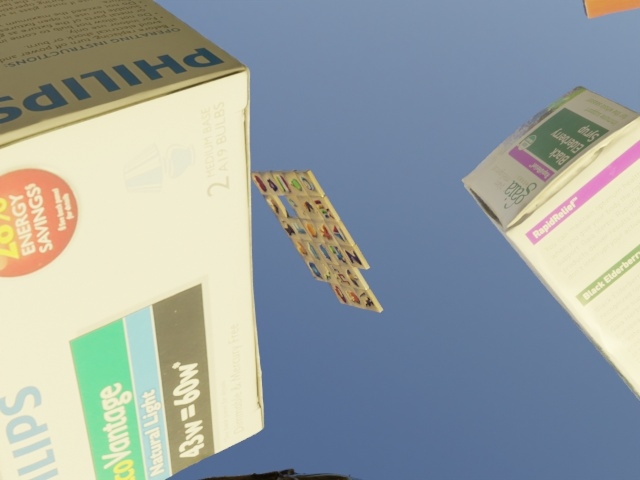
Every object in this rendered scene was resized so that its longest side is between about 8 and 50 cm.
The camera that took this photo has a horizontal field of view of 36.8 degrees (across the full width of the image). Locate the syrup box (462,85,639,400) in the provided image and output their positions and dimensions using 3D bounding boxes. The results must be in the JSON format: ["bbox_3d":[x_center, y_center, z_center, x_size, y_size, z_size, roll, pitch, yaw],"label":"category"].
[{"bbox_3d":[0.196,0.031,0.560,0.237,0.096,0.093,48,-173,-18],"label":"syrup box"}]

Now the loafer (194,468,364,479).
[{"bbox_3d":[-0.040,0.247,0.866,0.220,0.080,0.078,9,-175,-24],"label":"loafer"}]

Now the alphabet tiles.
[{"bbox_3d":[0.000,0.000,1.353,0.009,0.198,0.237,-39,-71,-20],"label":"alphabet tiles"}]

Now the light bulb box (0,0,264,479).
[{"bbox_3d":[-0.234,-0.025,0.785,0.225,0.358,0.361,-23,-137,-28],"label":"light bulb box"}]

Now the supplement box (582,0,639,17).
[{"bbox_3d":[0.273,-0.338,0.912,0.080,0.078,0.233,19,-116,-68],"label":"supplement box"}]
